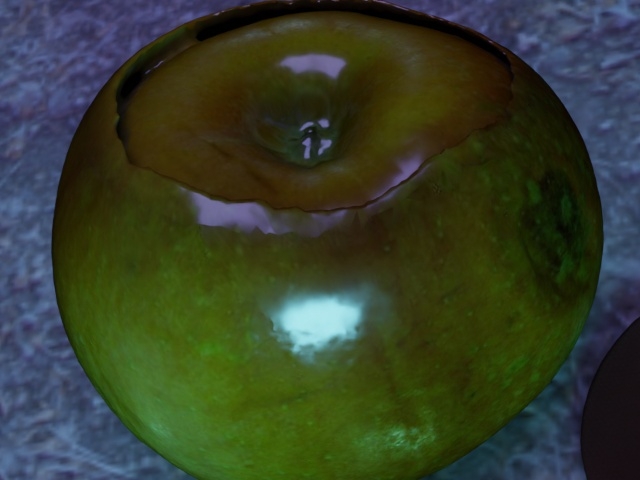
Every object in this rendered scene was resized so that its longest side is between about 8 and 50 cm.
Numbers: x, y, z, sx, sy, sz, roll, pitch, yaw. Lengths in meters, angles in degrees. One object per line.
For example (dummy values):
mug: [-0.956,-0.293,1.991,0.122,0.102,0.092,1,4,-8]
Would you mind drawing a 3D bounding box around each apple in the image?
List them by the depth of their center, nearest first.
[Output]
apple: [0.000,0.000,0.677,0.237,0.207,0.237,-7,57,11]

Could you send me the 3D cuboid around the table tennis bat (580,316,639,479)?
table tennis bat: [0.239,0.101,0.652,0.274,0.021,0.154,22,67,30]
